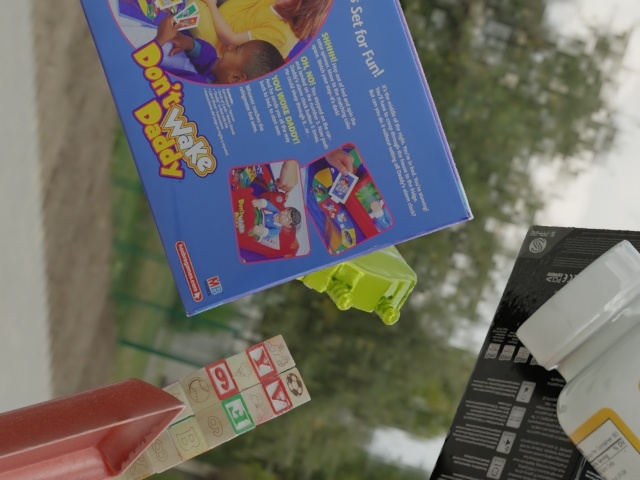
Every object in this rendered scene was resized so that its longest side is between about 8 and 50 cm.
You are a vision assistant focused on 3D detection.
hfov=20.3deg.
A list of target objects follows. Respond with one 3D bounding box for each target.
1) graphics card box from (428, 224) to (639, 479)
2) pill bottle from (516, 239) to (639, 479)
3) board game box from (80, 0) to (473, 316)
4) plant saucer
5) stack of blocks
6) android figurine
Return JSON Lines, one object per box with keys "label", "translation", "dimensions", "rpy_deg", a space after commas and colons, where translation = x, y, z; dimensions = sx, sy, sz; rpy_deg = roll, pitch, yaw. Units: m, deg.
{"label": "graphics card box", "translation": [0.246, 0.168, 1.838], "dimensions": [0.232, 0.094, 0.371], "rpy_deg": [2, -112, 60]}
{"label": "pill bottle", "translation": [0.213, 0.106, 1.042], "dimensions": [0.117, 0.208, 0.117], "rpy_deg": [-39, 170, -8]}
{"label": "board game box", "translation": [-0.046, -0.142, 1.396], "dimensions": [0.078, 0.233, 0.347], "rpy_deg": [-6, 78, -84]}
{"label": "plant saucer", "translation": [-0.278, 0.199, 1.642], "dimensions": [0.048, 0.258, 0.259], "rpy_deg": [69, -26, 15]}
{"label": "stack of blocks", "translation": [-0.181, 0.222, 2.135], "dimensions": [0.297, 0.087, 0.171], "rpy_deg": [-27, 176, 30]}
{"label": "android figurine", "translation": [0.000, 0.000, 1.923], "dimensions": [0.056, 0.248, 0.273], "rpy_deg": [-58, -140, 17]}
